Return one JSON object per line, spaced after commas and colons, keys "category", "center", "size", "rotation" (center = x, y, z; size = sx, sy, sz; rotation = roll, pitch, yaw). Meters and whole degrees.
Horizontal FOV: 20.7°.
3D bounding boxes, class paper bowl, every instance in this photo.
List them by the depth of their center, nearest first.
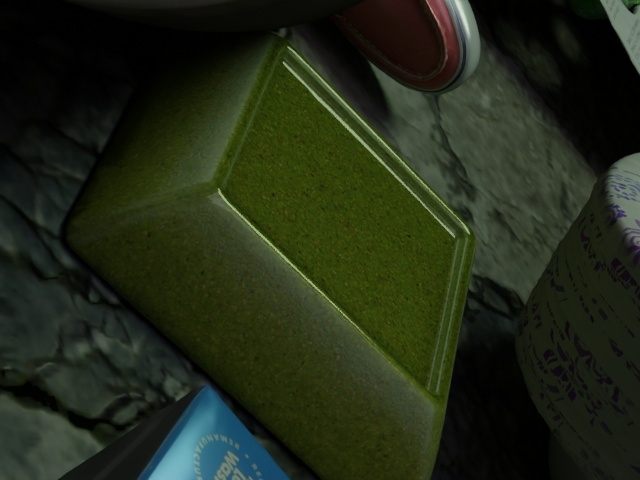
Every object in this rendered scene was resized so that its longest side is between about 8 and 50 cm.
{"category": "paper bowl", "center": [0.219, 0.094, 0.793], "size": [0.284, 0.148, 0.284], "rotation": [22, 24, -11]}

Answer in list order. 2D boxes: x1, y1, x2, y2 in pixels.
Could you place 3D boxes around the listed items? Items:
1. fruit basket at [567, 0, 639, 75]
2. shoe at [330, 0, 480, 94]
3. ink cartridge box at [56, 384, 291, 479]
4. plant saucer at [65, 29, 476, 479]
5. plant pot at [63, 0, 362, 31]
{"category": "fruit basket", "center": [0.201, -0.199, 1.168], "size": [0.353, 0.165, 0.327], "rotation": [63, 27, -18]}
{"category": "shoe", "center": [0.002, -0.140, 0.868], "size": [0.178, 0.063, 0.081], "rotation": [52, 30, 6]}
{"category": "ink cartridge box", "center": [-0.006, 0.174, 0.507], "size": [0.231, 0.078, 0.134], "rotation": [49, 30, -10]}
{"category": "plant saucer", "center": [0.000, 0.000, 0.731], "size": [0.188, 0.045, 0.188], "rotation": [45, 31, -18]}
{"category": "plant pot", "center": [-0.031, -0.186, 0.687], "size": [0.256, 0.256, 0.274], "rotation": [59, 3, 8]}
